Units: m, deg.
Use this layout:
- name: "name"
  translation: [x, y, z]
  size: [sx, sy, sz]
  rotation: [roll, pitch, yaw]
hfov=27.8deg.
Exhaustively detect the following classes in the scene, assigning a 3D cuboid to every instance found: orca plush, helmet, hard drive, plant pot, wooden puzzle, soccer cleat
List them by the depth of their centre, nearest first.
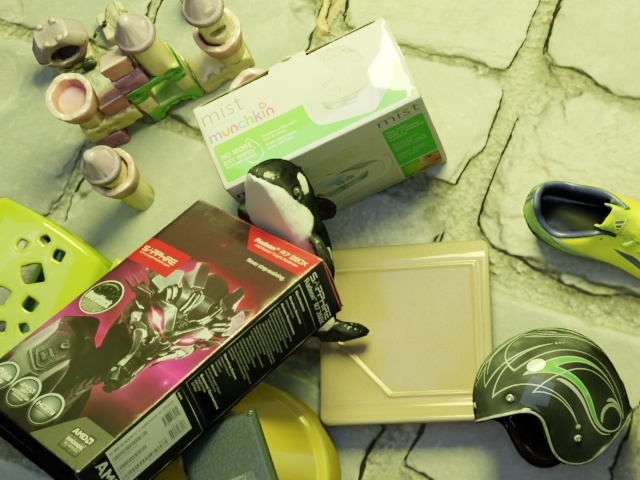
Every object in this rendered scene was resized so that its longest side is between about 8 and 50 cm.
- name: "hard drive"
  translation: [-0.095, 0.263, 1.412]
  size: [0.094, 0.022, 0.135]
  rotation: [-22, 72, 7]
- name: "helmet"
  translation: [0.267, 0.182, 1.528]
  size: [0.169, 0.169, 0.161]
  rotation: [-42, 88, 0]
- name: "plant pot"
  translation: [-0.119, 0.282, 1.551]
  size: [0.254, 0.239, 0.254]
  rotation: [-3, 75, 11]
- name: "orca plush"
  translation: [0.000, 0.000, 1.565]
  size: [0.102, 0.287, 0.151]
  rotation: [-43, 30, -23]
- name: "soccer cleat"
  translation: [0.386, -0.007, 1.571]
  size: [0.289, 0.121, 0.093]
  rotation: [15, 79, 16]
- name: "wooden puzzle"
  translation: [0.109, 0.118, 1.649]
  size: [0.221, 0.044, 0.239]
  rotation: [-4, 70, 13]
- name: "plant pot"
  translation: [-0.335, 0.103, 1.662]
  size: [0.207, 0.228, 0.227]
  rotation: [22, 81, 10]

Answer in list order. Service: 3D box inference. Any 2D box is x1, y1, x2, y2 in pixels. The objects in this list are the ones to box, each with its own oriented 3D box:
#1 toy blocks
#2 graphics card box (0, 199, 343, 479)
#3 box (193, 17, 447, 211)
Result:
- name: "toy blocks"
  translation: [-0.240, -0.244, 1.708]
  size: [0.288, 0.260, 0.309]
  rotation: [-29, 71, 5]
- name: "graphics card box"
  translation: [-0.185, 0.120, 1.468]
  size: [0.371, 0.094, 0.233]
  rotation: [-41, 44, -24]
- name: "box"
  translation: [0.006, -0.137, 1.638]
  size: [0.262, 0.231, 0.127]
  rotation: [-25, 71, 5]
